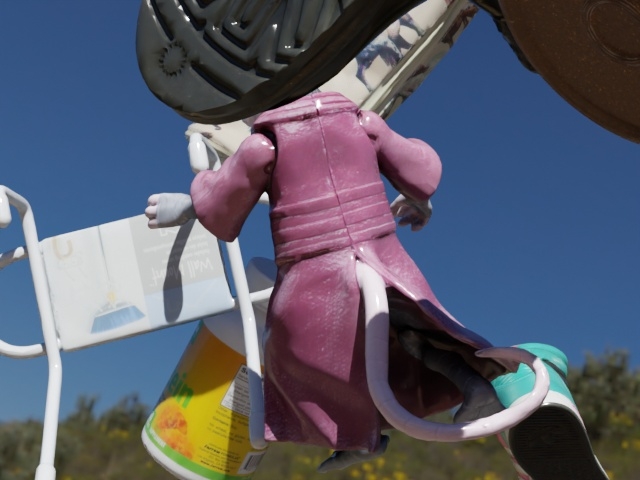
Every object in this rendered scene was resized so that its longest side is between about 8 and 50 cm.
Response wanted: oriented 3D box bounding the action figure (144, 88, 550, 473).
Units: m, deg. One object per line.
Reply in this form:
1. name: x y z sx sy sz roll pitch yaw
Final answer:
1. action figure: 0.000 0.000 1.175 0.248 0.370 0.276 -17 -3 -9

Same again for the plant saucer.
1. plant saucer: 0.150 -0.108 0.685 0.198 0.036 0.198 36 -25 19

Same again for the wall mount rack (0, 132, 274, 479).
1. wall mount rack: -0.175 0.073 1.365 0.350 0.304 0.130 -14 -12 5

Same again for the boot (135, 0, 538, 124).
1. boot: 0.076 -0.164 0.896 0.131 0.348 0.260 50 5 33

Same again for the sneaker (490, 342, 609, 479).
1. sneaker: 0.254 0.227 1.696 0.124 0.178 0.295 -18 -49 3

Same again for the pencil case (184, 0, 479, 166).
1. pencil case: 0.050 -0.205 1.537 0.183 0.410 0.160 39 -4 32

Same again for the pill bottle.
1. pill bottle: -0.090 0.148 1.627 0.136 0.246 0.136 27 12 -6
